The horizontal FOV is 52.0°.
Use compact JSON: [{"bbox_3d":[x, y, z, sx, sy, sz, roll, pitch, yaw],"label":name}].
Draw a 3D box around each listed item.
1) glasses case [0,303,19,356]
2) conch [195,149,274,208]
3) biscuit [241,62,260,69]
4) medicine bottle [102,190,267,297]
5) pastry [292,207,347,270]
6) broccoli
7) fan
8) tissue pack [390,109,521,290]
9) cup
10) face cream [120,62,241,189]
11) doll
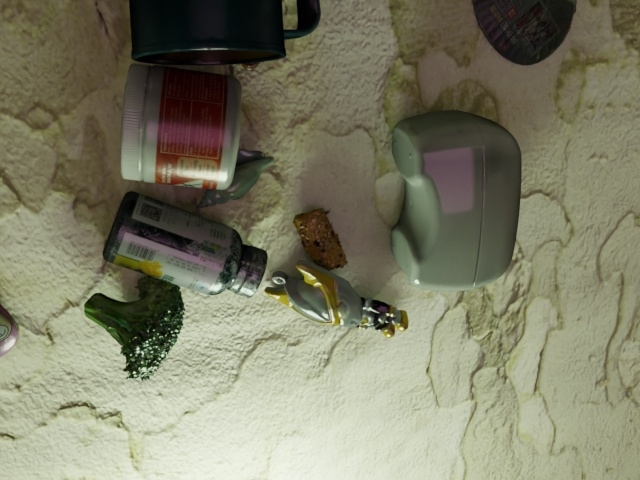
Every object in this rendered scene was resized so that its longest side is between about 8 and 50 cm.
[{"bbox_3d":[-0.711,0.107,1.237,0.123,0.076,0.316,-35,114,4],"label":"glasses case"},{"bbox_3d":[-0.173,-0.119,1.267,0.180,0.088,0.065,-37,157,-2],"label":"conch"},{"bbox_3d":[-0.181,-0.401,1.161,0.205,0.031,0.138,22,96,-18],"label":"biscuit"},{"bbox_3d":[-0.252,0.019,1.256,0.293,0.141,0.141,20,106,-18],"label":"medicine bottle"},{"bbox_3d":[0.000,0.000,1.346,0.080,0.056,0.140,-21,110,-3],"label":"pastry"},{"bbox_3d":[-0.365,0.155,1.281,0.194,0.194,0.219,34,63,-21],"label":"broccoli"},{"bbox_3d":[0.439,-0.461,1.270,0.294,0.012,0.223,-15,114,-4],"label":"fan"},{"bbox_3d":[0.268,-0.078,1.270,0.236,0.229,0.333,-5,112,-7],"label":"tissue pack"},{"bbox_3d":[-0.150,-0.432,1.019,0.308,0.242,0.292,-4,100,-3],"label":"cup"},{"bbox_3d":[-0.241,-0.195,1.140,0.187,0.201,0.201,5,110,-13],"label":"face cream"},{"bbox_3d":[0.035,0.132,1.380,0.316,0.145,0.103,22,80,-24],"label":"doll"}]
